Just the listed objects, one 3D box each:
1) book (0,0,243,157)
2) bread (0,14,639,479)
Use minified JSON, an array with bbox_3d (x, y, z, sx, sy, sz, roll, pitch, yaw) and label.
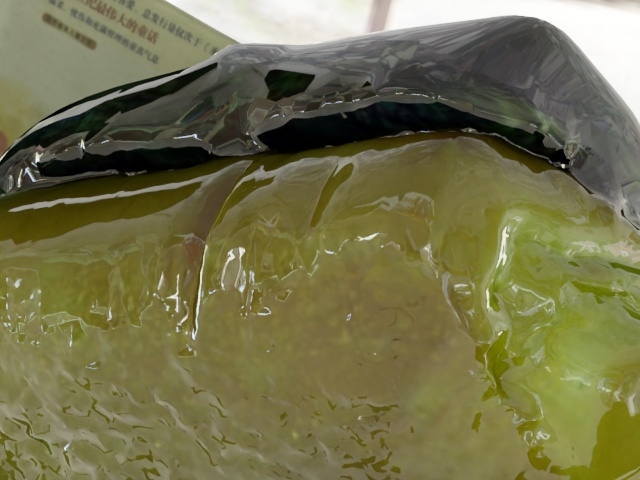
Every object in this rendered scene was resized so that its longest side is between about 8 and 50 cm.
[{"bbox_3d":[-0.142,-0.013,1.016,0.201,0.289,0.026,31,-158,14],"label":"book"},{"bbox_3d":[-0.013,0.045,0.800,0.377,0.208,0.251,-9,123,35],"label":"bread"}]
